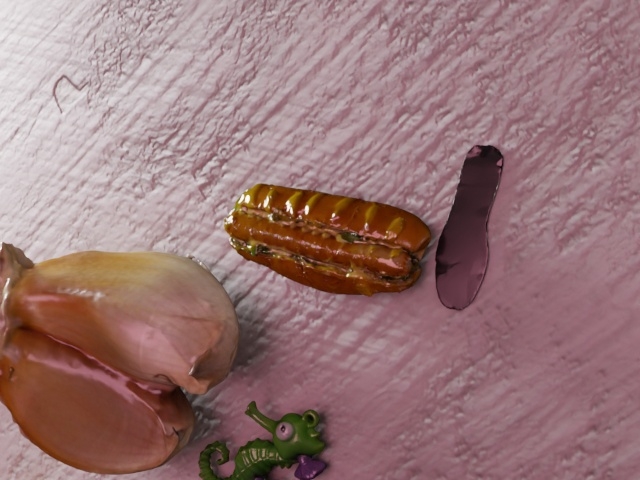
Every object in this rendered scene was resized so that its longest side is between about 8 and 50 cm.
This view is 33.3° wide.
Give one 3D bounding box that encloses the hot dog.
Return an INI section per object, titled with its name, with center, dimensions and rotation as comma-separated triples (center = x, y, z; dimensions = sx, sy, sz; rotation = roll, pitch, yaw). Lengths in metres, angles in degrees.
[hot dog]
center = 0.000, 0.000, 1.250
dimensions = 0.269, 0.072, 0.115
rotation = 9, 97, 29

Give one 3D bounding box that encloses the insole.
[insole]
center = 0.165, -0.015, 1.192
dimensions = 0.064, 0.004, 0.188
rotation = 14, 91, 30

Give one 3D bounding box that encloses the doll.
[doll]
center = -0.073, 0.255, 1.275
dimensions = 0.190, 0.050, 0.115
rotation = -35, 73, 24

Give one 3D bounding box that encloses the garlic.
[garlic]
center = -0.249, 0.138, 1.298
dimensions = 0.313, 0.249, 0.286
rotation = 14, 75, 11
